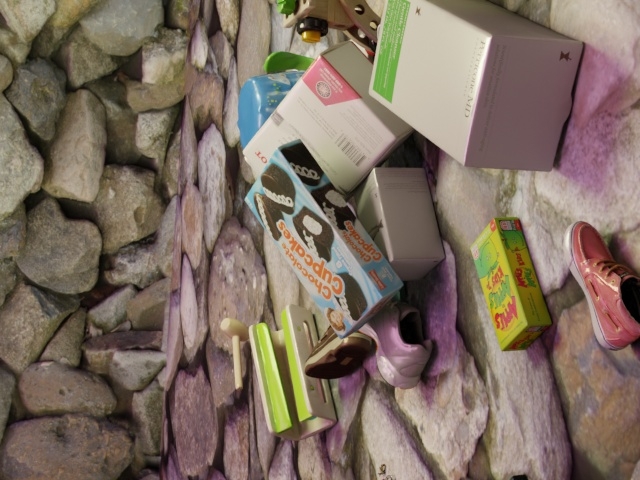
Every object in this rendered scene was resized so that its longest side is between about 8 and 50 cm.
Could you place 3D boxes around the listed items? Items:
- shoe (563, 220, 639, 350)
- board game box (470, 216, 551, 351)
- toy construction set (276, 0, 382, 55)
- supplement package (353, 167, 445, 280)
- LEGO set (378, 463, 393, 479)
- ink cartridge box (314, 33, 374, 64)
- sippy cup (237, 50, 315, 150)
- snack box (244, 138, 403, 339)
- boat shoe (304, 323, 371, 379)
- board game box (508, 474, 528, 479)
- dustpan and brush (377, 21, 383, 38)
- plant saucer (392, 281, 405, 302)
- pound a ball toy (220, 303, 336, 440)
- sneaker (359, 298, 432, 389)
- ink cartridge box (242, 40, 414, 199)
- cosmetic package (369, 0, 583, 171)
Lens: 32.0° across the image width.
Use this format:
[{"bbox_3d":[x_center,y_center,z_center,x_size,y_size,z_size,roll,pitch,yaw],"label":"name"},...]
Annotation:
[{"bbox_3d":[0.372,0.047,1.425,0.081,0.063,0.178,132,128,-60],"label":"shoe"},{"bbox_3d":[0.285,0.065,1.682,0.092,0.043,0.181,120,143,-54],"label":"board game box"},{"bbox_3d":[0.018,-0.481,2.081,0.309,0.237,0.257,-136,48,-62],"label":"toy construction set"},{"bbox_3d":[0.138,-0.028,1.982,0.105,0.105,0.179,129,135,-57],"label":"supplement package"},{"bbox_3d":[0.125,0.474,2.170,0.083,0.023,0.054,-139,50,-63],"label":"LEGO set"},{"bbox_3d":[0.047,-0.357,2.216,0.115,0.029,0.063,-20,66,26],"label":"ink cartridge box"},{"bbox_3d":[-0.047,-0.252,2.294,0.305,0.224,0.240,-138,50,-64],"label":"sippy cup"},{"bbox_3d":[0.000,0.000,1.979,0.322,0.060,0.187,55,146,12],"label":"snack box"},{"bbox_3d":[0.041,0.215,2.306,0.257,0.095,0.095,139,141,-57],"label":"boat shoe"},{"bbox_3d":[0.291,0.460,1.720,0.186,0.026,0.126,113,148,-48],"label":"board game box"},{"bbox_3d":[0.167,-0.326,1.903,0.060,0.147,0.211,40,157,47],"label":"dustpan and brush"},{"bbox_3d":[0.120,0.093,2.167,0.192,0.018,0.067,164,103,-70],"label":"plant saucer"},{"bbox_3d":[-0.090,0.295,2.529,0.208,0.135,0.319,-31,56,26],"label":"pound a ball toy"},{"bbox_3d":[0.129,0.137,2.043,0.262,0.099,0.121,57,134,30],"label":"sneaker"},{"bbox_3d":[0.018,-0.191,2.044,0.207,0.117,0.283,47,130,4],"label":"ink cartridge box"},{"bbox_3d":[0.220,-0.254,1.677,0.365,0.155,0.197,-130,46,-61],"label":"cosmetic package"}]
